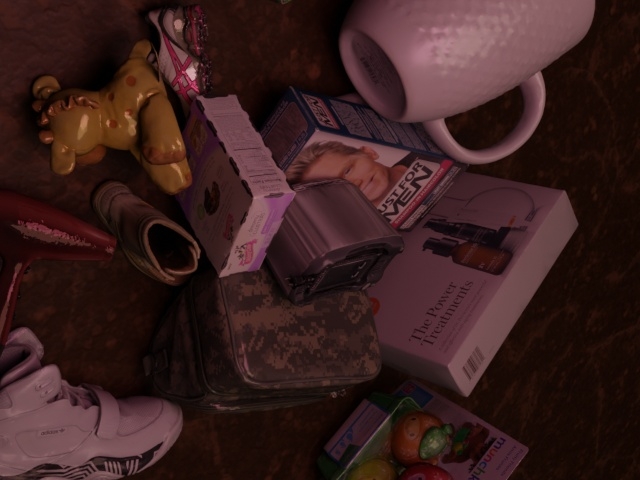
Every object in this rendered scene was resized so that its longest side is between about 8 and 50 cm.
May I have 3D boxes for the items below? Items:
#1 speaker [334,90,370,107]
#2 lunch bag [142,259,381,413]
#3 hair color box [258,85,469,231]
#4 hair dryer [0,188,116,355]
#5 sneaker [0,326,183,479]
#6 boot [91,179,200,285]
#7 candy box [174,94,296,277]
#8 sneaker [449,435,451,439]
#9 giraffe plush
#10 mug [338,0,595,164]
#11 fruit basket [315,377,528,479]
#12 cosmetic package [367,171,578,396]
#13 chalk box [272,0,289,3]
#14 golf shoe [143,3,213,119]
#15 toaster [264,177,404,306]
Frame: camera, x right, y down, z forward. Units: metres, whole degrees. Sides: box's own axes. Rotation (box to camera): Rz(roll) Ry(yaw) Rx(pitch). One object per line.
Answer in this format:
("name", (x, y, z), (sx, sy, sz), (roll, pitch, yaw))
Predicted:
("speaker", (0.072, -0.221, 1.554), (0.136, 0.055, 0.055), (-20, 123, -32))
("lunch bag", (-0.091, 0.161, 1.487), (0.305, 0.256, 0.212), (3, 68, -40))
("hair color box", (0.056, -0.119, 1.513), (0.347, 0.105, 0.174), (7, 133, -42))
("hair dryer", (-0.409, 0.044, 1.240), (0.294, 0.080, 0.223), (-25, 111, -17))
("sneaker", (-0.358, 0.236, 1.356), (0.366, 0.137, 0.210), (-8, 118, -34))
("boot", (-0.220, 0.017, 1.345), (0.077, 0.165, 0.213), (-46, 133, -13))
("candy box", (-0.130, -0.076, 1.319), (0.070, 0.196, 0.164), (-9, 144, -35))
("sneaker", (0.243, 0.435, 1.962), (0.098, 0.083, 0.223), (-56, 176, -19))
("giraffe plush", (-0.277, -0.150, 1.236), (0.171, 0.181, 0.210), (-17, 135, -9))
("mug", (0.225, -0.297, 1.476), (0.328, 0.276, 0.374), (-35, 113, -17))
("fruit basket", (0.159, 0.428, 1.746), (0.327, 0.353, 0.165), (-48, 119, -11))
("cosmetic package", (0.216, 0.052, 1.609), (0.377, 0.284, 0.097), (-53, 131, -22))
("chalk box", (-0.056, -0.435, 1.253), (0.289, 0.179, 0.180), (-33, 128, -24))
("golf shoe", (-0.195, -0.245, 1.321), (0.086, 0.067, 0.186), (0, 131, 3))
("toaster", (0.000, 0.000, 1.381), (0.227, 0.146, 0.129), (-13, 148, -41))
